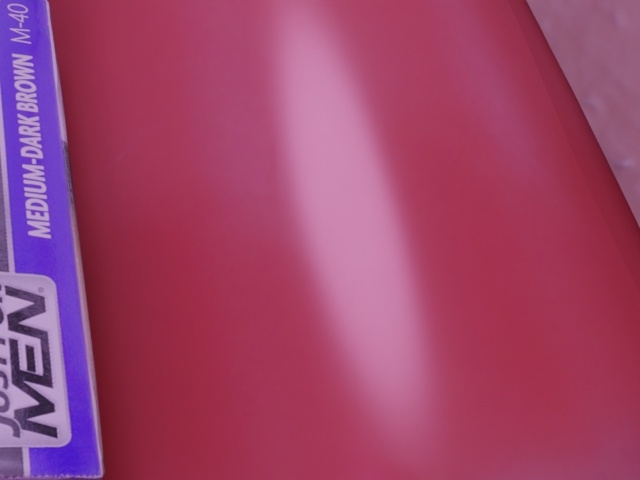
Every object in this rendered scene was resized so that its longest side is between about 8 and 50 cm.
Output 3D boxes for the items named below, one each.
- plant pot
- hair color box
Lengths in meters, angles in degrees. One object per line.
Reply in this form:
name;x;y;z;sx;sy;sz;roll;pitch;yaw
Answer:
plant pot;0.000;0.000;0.509;0.275;0.275;0.243;-15;81;7
hair color box;-0.169;0.090;0.465;0.110;0.339;0.185;1;52;-21
